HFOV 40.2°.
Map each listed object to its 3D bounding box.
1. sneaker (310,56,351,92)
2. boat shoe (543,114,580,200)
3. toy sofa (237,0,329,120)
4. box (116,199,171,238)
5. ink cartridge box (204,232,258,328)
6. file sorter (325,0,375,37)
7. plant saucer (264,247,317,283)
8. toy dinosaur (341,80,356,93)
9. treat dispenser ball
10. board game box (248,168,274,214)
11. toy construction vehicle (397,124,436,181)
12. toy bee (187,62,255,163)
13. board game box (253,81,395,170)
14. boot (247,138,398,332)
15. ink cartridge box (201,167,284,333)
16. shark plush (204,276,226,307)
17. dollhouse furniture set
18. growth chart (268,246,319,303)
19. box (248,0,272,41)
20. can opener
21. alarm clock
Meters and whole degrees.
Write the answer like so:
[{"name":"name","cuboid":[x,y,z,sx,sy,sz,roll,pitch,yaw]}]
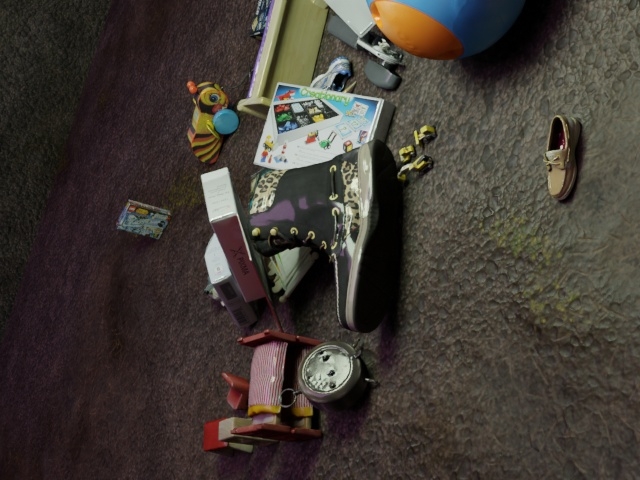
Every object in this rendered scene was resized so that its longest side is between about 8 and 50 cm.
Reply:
[{"name":"sneaker","cuboid":[0.022,-0.352,1.976,0.135,0.052,0.058,-48,45,35]},{"name":"boat shoe","cuboid":[0.371,-0.131,1.368,0.050,0.045,0.135,-9,69,54]},{"name":"toy sofa","cuboid":[-0.085,-0.462,2.090,0.177,0.150,0.363,7,82,55]},{"name":"box","cuboid":[-0.519,-0.061,2.568,0.094,0.137,0.027,-56,38,24]},{"name":"ink cartridge box","cuboid":[-0.220,0.063,2.044,0.066,0.189,0.232,-25,48,-1]},{"name":"file sorter","cuboid":[0.129,-0.596,1.767,0.277,0.193,0.173,-38,13,42]},{"name":"plant saucer","cuboid":[-0.058,0.006,1.953,0.198,0.036,0.199,-28,55,49]},{"name":"toy dinosaur","cuboid":[0.014,-0.278,1.952,0.183,0.053,0.093,-46,41,36]},{"name":"treat dispenser ball","cuboid":[0.217,-0.459,1.515,0.288,0.288,0.288,-28,54,48]},{"name":"board game box","cuboid":[-0.112,-0.127,2.098,0.186,0.026,0.126,-26,56,49]},{"name":"toy construction vehicle","cuboid":[0.180,-0.168,1.676,0.098,0.035,0.086,-34,50,44]},{"name":"toy bee","cuboid":[-0.302,-0.363,2.359,0.195,0.162,0.298,26,98,58]},{"name":"board game box","cuboid":[0.002,-0.224,1.870,0.305,0.053,0.193,18,91,39]},{"name":"boot","cuboid":[0.000,0.000,1.694,0.284,0.138,0.377,-7,70,32]},{"name":"ink cartridge box","cuboid":[-0.163,0.038,1.833,0.066,0.296,0.261,-18,50,0]},{"name":"shark plush","cuboid":[-0.251,0.118,2.203,0.067,0.073,0.161,-55,12,-6]},{"name":"dollhouse furniture set","cuboid":[-0.155,0.331,1.849,0.374,0.152,0.201,-26,56,49]},{"name":"growth chart","cuboid":[-0.070,0.005,1.918,0.172,0.021,0.237,-48,41,34]},{"name":"box","cuboid":[-0.102,-0.638,2.279,0.175,0.051,0.220,8,83,57]},{"name":"can opener","cuboid":[0.089,-0.413,1.880,0.093,0.074,0.280,-62,35,19]},{"name":"alarm clock","cuboid":[0.004,0.264,1.656,0.192,0.064,0.129,-29,50,7]}]
